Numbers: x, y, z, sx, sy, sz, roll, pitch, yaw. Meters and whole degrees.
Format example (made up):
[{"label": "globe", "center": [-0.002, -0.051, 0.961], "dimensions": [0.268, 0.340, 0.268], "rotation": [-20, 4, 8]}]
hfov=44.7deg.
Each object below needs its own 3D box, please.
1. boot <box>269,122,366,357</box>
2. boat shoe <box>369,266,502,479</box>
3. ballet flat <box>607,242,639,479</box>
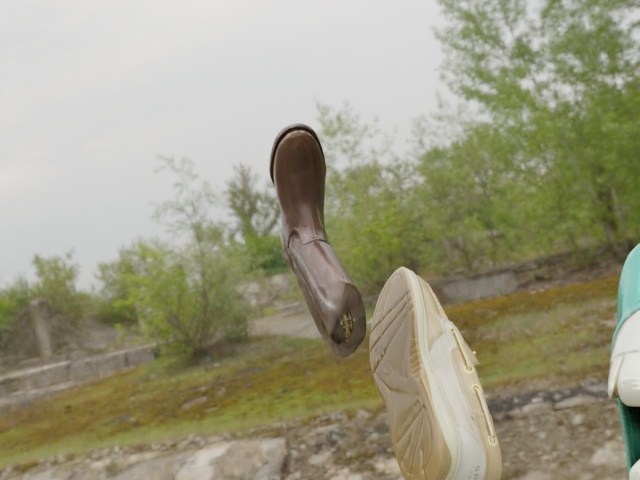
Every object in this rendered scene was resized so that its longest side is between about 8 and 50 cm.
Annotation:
[{"label": "boot", "center": [0.000, 0.000, 0.462], "dimensions": [0.037, 0.106, 0.114], "rotation": [-11, 37, -10]}, {"label": "boat shoe", "center": [0.074, 0.088, 0.505], "dimensions": [0.059, 0.170, 0.063], "rotation": [18, -52, -20]}, {"label": "ballet flat", "center": [0.215, 0.114, 0.461], "dimensions": [0.087, 0.247, 0.083], "rotation": [5, -16, -42]}]
